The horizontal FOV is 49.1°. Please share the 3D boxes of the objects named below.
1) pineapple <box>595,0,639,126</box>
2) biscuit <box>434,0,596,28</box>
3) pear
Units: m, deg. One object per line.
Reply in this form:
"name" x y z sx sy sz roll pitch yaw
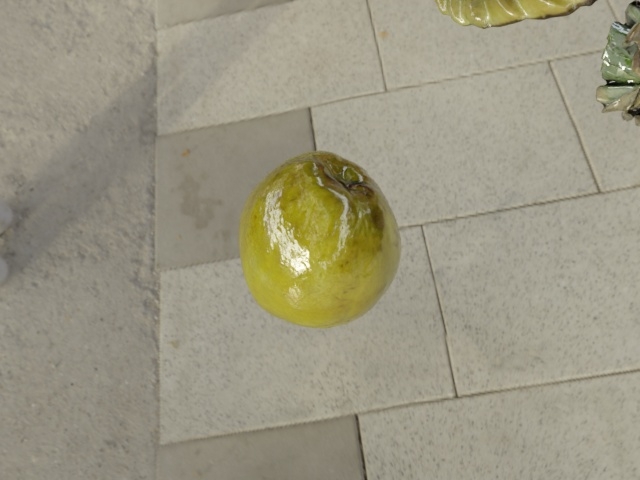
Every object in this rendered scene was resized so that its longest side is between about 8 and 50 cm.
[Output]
"pineapple" 0.357 -0.103 0.564 0.272 0.262 0.262 28 69 29
"biscuit" 0.194 -0.292 0.695 0.187 0.036 0.273 -21 40 31
"pear" 0.000 0.000 0.630 0.149 0.162 0.148 8 44 -7
